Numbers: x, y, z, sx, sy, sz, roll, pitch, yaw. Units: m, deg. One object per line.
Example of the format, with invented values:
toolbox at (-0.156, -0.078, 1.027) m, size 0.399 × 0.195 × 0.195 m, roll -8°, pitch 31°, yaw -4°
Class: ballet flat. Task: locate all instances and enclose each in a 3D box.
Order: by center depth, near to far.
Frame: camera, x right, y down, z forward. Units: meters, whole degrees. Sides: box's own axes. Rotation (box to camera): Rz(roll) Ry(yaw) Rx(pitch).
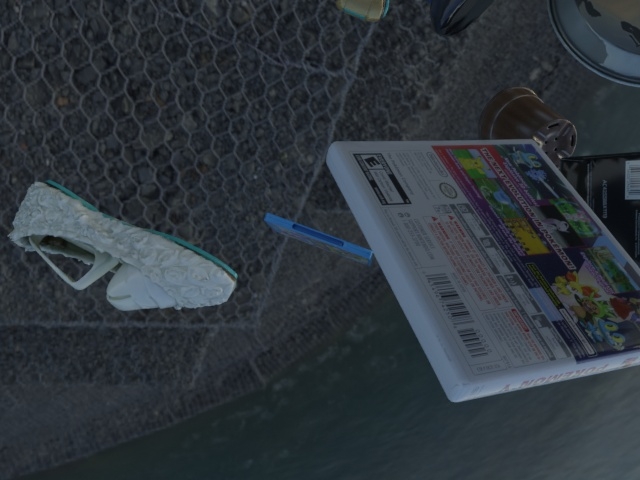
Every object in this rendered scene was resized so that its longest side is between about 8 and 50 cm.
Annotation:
ballet flat at (0.060, -0.400, 0.915) m, size 0.073 × 0.232 × 0.080 m, roll 7°, pitch 161°, yaw -5°
ballet flat at (-0.323, 0.036, 1.095) m, size 0.147 × 0.409 × 0.147 m, roll -52°, pitch 155°, yaw -36°

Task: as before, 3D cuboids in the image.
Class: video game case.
video game case at (0.120, 0.003, 0.463) m, size 0.183 × 0.201 × 0.023 m, roll -5°, pitch 138°, yaw -25°
video game case at (0.000, 0.000, 1.061) m, size 0.166 × 0.119 × 0.015 m, roll 20°, pitch 85°, yaw 6°

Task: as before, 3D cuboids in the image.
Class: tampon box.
tampon box at (0.334, -0.029, 0.758) m, size 0.161 × 0.101 × 0.120 m, roll -2°, pitch 92°, yaw -56°

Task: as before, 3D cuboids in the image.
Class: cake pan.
cake pan at (0.503, -0.378, 1.063) m, size 0.293 × 0.293 × 0.054 m, roll -22°, pitch 164°, yaw -4°

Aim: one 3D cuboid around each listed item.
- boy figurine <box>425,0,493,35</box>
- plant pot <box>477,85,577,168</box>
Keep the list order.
boy figurine at (0.029, -0.275, 0.450) m, size 0.177 × 0.285 × 0.092 m, roll -44°, pitch 174°, yaw 34°
plant pot at (0.460, -0.235, 1.523) m, size 0.167 × 0.165 × 0.167 m, roll -10°, pitch 122°, yaw -17°
